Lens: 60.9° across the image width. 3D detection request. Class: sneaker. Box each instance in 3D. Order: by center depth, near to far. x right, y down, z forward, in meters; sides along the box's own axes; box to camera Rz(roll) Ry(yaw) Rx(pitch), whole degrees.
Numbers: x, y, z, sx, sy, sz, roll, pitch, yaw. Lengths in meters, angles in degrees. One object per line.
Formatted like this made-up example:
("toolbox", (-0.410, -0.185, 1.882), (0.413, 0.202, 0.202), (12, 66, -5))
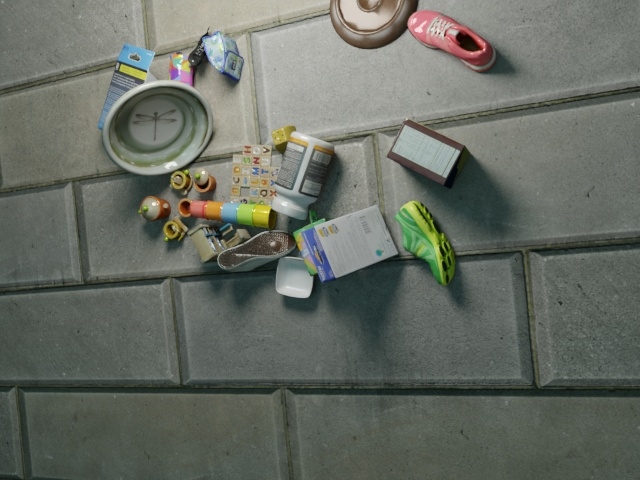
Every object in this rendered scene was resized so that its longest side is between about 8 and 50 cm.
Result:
("sneaker", (0.412, -0.651, 1.709), (0.314, 0.136, 0.115), (34, 102, 16))
("sneaker", (0.345, 0.014, 1.793), (0.124, 0.109, 0.295), (-31, 83, 41))
("sneaker", (-0.227, 0.042, 2.000), (0.290, 0.123, 0.105), (-16, 74, -1))
("sneaker", (-0.438, -0.719, 2.017), (0.051, 0.170, 0.089), (29, 130, -16))

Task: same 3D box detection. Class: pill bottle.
("pill bottle", (-0.067, -0.223, 1.885), (0.162, 0.162, 0.278), (23, 99, 18))

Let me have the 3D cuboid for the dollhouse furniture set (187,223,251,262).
("dollhouse furniture set", (-0.363, -0.018, 2.020), (0.184, 0.129, 0.129), (-32, 82, 15))

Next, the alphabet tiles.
("alphabet tiles", (-0.243, -0.238, 2.030), (0.198, 0.009, 0.237), (6, 95, 20))

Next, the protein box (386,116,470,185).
("protein box", (0.342, -0.270, 1.715), (0.201, 0.200, 0.135), (30, 102, 16))

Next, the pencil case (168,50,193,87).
("pencil case", (-0.531, -0.595, 2.073), (0.105, 0.104, 0.236), (8, 96, 19))

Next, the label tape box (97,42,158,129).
("label tape box", (-0.709, -0.556, 2.092), (0.249, 0.115, 0.347), (28, 100, 38))

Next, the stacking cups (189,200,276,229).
("stacking cups", (-0.322, -0.106, 2.006), (0.317, 0.096, 0.095), (9, 95, 15))

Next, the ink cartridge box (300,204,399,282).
("ink cartridge box", (0.091, 0.014, 1.787), (0.065, 0.311, 0.185), (-33, 78, 60))

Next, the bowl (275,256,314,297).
("bowl", (-0.084, 0.131, 1.965), (0.142, 0.053, 0.141), (8, 95, 20))

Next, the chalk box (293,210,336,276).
("chalk box", (0.000, 0.000, 1.888), (0.132, 0.132, 0.213), (-25, 83, 19))

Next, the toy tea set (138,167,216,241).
("toy tea set", (-0.554, -0.159, 2.083), (0.200, 0.124, 0.336), (43, 105, 13))

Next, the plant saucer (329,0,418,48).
("plant saucer", (0.171, -0.809, 1.837), (0.311, 0.050, 0.310), (1, 94, 20))

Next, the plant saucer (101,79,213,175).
("plant saucer", (-0.592, -0.417, 1.968), (0.400, 0.400, 0.100), (-46, 55, 16))

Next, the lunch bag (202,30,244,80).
("lunch bag", (-0.349, -0.667, 1.986), (0.096, 0.129, 0.151), (-16, 86, 20))

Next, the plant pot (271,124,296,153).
("plant pot", (-0.133, -0.366, 1.945), (0.082, 0.083, 0.081), (-17, 87, 20))
